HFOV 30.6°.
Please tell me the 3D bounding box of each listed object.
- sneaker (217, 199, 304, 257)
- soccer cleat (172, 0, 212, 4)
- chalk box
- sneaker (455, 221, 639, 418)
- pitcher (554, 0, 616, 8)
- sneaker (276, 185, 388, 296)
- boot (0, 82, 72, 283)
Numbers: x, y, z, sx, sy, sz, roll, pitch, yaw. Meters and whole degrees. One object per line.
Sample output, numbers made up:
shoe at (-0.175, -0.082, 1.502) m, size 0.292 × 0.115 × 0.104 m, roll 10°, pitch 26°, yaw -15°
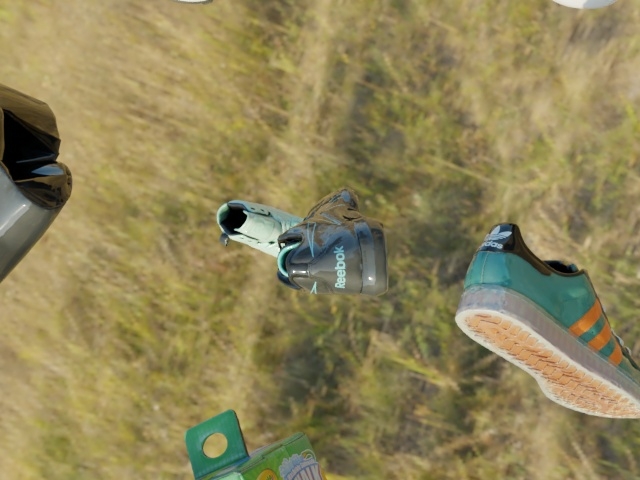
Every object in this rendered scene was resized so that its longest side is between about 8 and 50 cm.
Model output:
sneaker at (-0.060, 0.003, 1.960) m, size 0.255 × 0.151 × 0.094 m, roll 22°, pitch 96°, yaw 31°
soccer cleat at (-0.140, -0.373, 1.228) m, size 0.318 × 0.108 × 0.116 m, roll -98°, pitch 19°, yaw -47°
chalk box at (-0.094, 0.366, 1.496) m, size 0.180 × 0.179 × 0.289 m, roll -29°, pitch 84°, yaw 28°
sneaker at (0.261, 0.088, 1.216) m, size 0.108 × 0.302 × 0.121 m, roll -7°, pitch 56°, yaw 44°
pitcher at (0.250, -0.348, 1.341) m, size 0.177 × 0.207 × 0.126 m, roll 0°, pitch 68°, yaw 54°
sneaker at (0.000, 0.000, 1.260) m, size 0.267 × 0.106 × 0.101 m, roll -139°, pitch 43°, yaw -79°
boot at (-0.396, 0.099, 1.188) m, size 0.445 × 0.146 × 0.367 m, roll -44°, pitch 56°, yaw 16°
